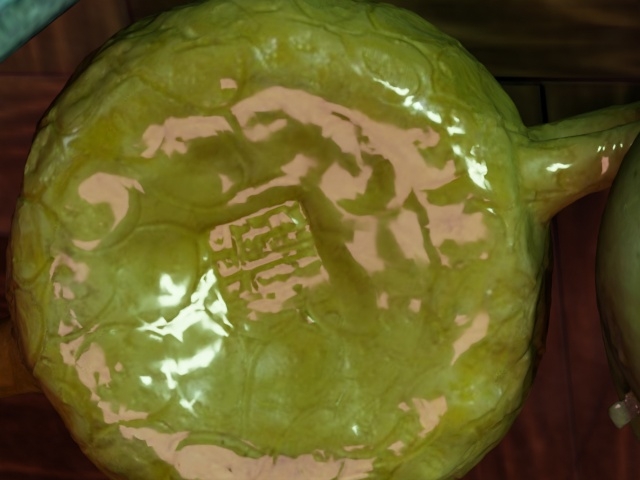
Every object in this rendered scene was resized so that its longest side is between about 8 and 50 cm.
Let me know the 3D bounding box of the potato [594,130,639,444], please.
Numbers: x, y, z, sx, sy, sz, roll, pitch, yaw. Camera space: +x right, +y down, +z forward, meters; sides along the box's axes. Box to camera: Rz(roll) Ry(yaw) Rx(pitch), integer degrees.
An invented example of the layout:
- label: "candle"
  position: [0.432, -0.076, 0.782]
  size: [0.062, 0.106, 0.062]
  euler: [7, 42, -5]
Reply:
- label: "potato"
  position: [0.232, -0.034, 0.600]
  size: [0.218, 0.202, 0.351]
  euler: [24, 113, -36]

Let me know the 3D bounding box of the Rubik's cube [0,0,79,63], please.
- label: "Rubik's cube"
  position: [-0.158, -0.187, 0.533]
  size: [0.255, 0.259, 0.260]
  euler: [13, 140, 49]

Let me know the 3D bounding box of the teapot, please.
- label: "teapot"
  position: [0.000, 0.000, 0.744]
  size: [0.311, 0.167, 0.203]
  euler: [-20, 94, 8]
